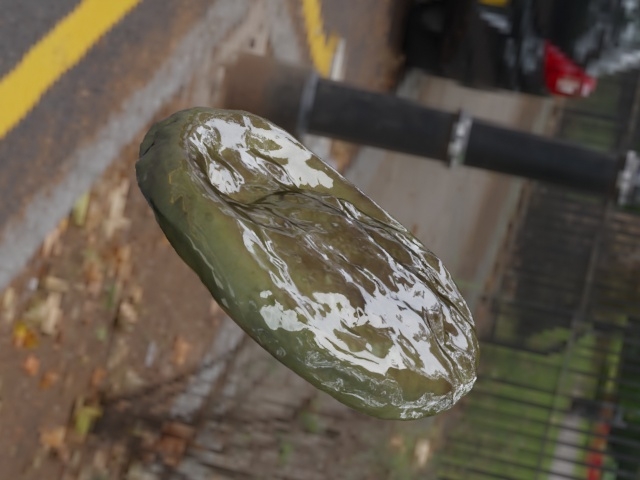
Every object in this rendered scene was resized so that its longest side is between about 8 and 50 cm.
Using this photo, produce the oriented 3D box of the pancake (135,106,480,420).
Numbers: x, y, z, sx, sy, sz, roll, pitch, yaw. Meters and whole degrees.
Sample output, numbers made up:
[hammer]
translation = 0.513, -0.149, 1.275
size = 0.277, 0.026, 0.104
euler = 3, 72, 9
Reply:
[pancake]
translation = 0.000, 0.000, 0.910
size = 0.050, 0.242, 0.242
euler = -47, 178, 19
